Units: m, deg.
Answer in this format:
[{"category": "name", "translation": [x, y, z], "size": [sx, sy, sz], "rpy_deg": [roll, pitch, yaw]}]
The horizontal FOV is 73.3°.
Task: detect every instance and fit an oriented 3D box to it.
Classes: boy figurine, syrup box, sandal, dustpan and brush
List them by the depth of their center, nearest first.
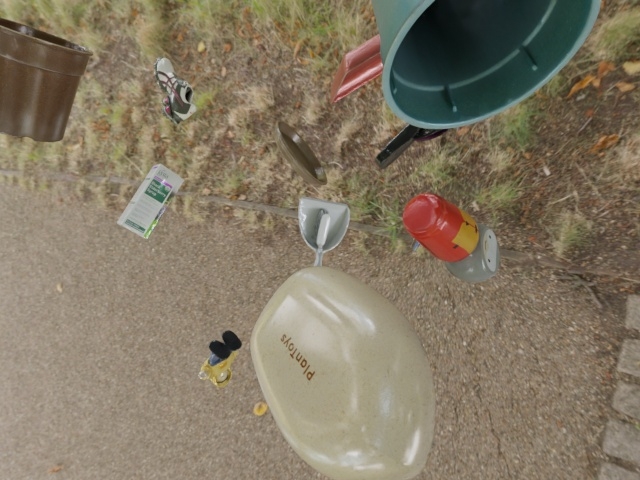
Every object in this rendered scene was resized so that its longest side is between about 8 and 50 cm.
[{"category": "dustpan and brush", "translation": [0.000, 0.000, 1.148], "size": [0.147, 0.060, 0.211], "rpy_deg": [8, 101, -21]}, {"category": "syrup box", "translation": [-0.565, -0.132, 1.431], "size": [0.096, 0.093, 0.237], "rpy_deg": [11, 69, 56]}, {"category": "sandal", "translation": [0.385, -0.396, 1.510], "size": [0.446, 0.167, 0.107], "rpy_deg": [-44, 80, 23]}, {"category": "boy figurine", "translation": [-0.357, 0.434, 1.515], "size": [0.092, 0.177, 0.285], "rpy_deg": [39, 137, 17]}]

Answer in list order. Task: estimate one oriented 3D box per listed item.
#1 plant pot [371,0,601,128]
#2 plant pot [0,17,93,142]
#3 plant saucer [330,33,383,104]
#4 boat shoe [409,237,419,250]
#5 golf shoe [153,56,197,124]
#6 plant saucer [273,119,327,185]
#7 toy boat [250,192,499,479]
[{"category": "plant pot", "translation": [0.232, -0.438, 0.758], "size": [0.341, 0.341, 0.334], "rpy_deg": [-19, 63, 14]}, {"category": "plant pot", "translation": [-0.489, -0.265, 0.721], "size": [0.167, 0.167, 0.165], "rpy_deg": [27, 109, 13]}, {"category": "plant saucer", "translation": [0.138, -0.461, 1.083], "size": [0.258, 0.259, 0.047], "rpy_deg": [-33, 94, -4]}, {"category": "boat shoe", "translation": [0.339, -0.056, 1.495], "size": [0.066, 0.066, 0.183], "rpy_deg": [20, 94, 14]}, {"category": "golf shoe", "translation": [-0.530, -0.564, 1.590], "size": [0.120, 0.105, 0.273], "rpy_deg": [-19, 78, 11]}, {"category": "plant saucer", "translation": [-0.074, -0.301, 1.516], "size": [0.041, 0.278, 0.278], "rpy_deg": [-36, 82, 18]}, {"category": "toy boat", "translation": [0.070, 0.098, 0.477], "size": [0.318, 0.148, 0.267], "rpy_deg": [-52, 43, 11]}]
